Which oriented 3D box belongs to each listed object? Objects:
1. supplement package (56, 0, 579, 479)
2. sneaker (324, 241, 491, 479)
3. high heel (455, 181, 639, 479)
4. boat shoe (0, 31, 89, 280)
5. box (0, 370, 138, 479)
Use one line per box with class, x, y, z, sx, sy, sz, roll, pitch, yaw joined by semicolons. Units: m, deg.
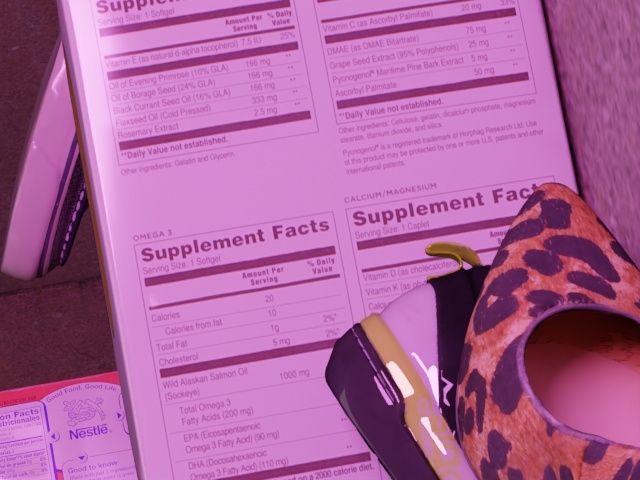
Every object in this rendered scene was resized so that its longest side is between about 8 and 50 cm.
supplement package;0.000;0.000;0.873;0.199;0.198;0.262;120;140;-80
sneaker;0.098;0.103;0.715;0.234;0.097;0.084;54;177;5
high heel;0.116;0.045;0.592;0.186;0.093;0.261;115;156;-48
boat shoe;-0.115;-0.114;1.410;0.127;0.158;0.340;-113;41;-72
box;-0.072;0.162;1.254;0.142;0.300;0.154;101;157;-70
